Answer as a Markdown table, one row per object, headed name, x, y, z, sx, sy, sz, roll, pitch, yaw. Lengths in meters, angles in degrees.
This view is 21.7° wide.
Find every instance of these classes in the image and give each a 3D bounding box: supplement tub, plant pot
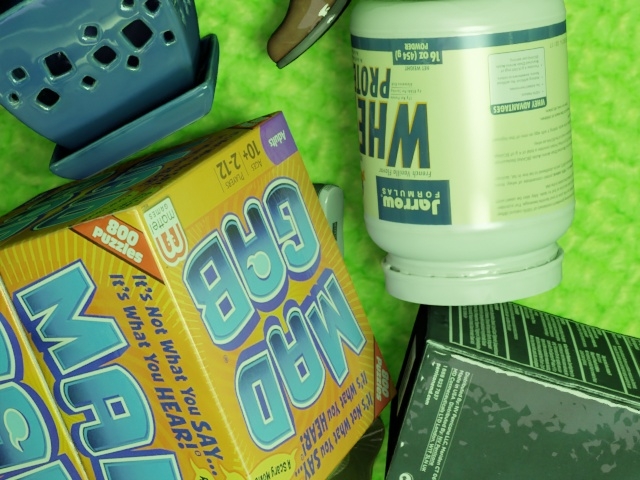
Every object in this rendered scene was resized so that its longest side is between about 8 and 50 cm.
| name | x | y | z | sx | sy | sz | roll | pitch | yaw |
| --- | --- | --- | --- | --- | --- | --- | --- | --- | --- |
| supplement tub | 0.158 | -0.110 | 1.824 | 0.235 | 0.235 | 0.324 | -4 | 102 | 5 |
| plant pot | -0.237 | -0.214 | 1.837 | 0.236 | 0.236 | 0.212 | -28 | 110 | 9 |

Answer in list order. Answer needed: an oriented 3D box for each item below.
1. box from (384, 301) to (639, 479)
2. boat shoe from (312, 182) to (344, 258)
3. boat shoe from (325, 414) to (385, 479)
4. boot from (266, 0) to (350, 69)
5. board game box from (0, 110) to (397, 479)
| name | x | y | z | sx | sy | sz | roll | pitch | yaw |
| --- | --- | --- | --- | --- | --- | --- | --- | --- | --- |
| box | 0.235 | 0.193 | 1.855 | 0.294 | 0.296 | 0.182 | 16 | 103 | 1 |
| boat shoe | 0.000 | 0.000 | 1.963 | 0.040 | 0.049 | 0.142 | 16 | 108 | 35 |
| boat shoe | 0.036 | 0.269 | 2.023 | 0.056 | 0.048 | 0.153 | 14 | 111 | -11 |
| boot | -0.071 | -0.364 | 1.857 | 0.280 | 0.096 | 0.264 | 32 | 104 | -2 |
| board game box | -0.191 | 0.116 | 1.796 | 0.356 | 0.356 | 0.356 | -17 | 102 | 27 |
